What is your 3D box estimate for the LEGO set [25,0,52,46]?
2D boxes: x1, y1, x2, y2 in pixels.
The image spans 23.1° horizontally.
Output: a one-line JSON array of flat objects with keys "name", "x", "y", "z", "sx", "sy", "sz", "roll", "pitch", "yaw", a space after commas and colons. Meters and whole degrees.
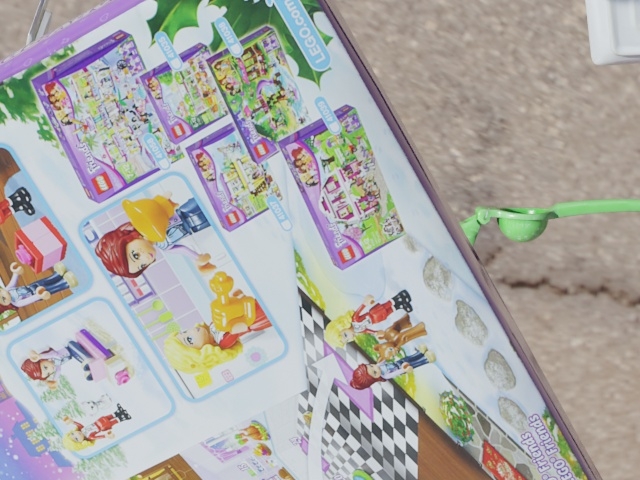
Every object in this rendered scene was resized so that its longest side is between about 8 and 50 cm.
[{"name": "LEGO set", "x": -0.279, "y": -0.105, "z": 1.483, "sx": 0.060, "sy": 0.182, "sz": 0.244, "roll": 18, "pitch": 62, "yaw": -8}]

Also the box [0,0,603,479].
[{"name": "box", "x": -0.029, "y": 0.065, "z": 0.532, "sx": 0.201, "sy": 0.057, "sz": 0.293, "roll": -28, "pitch": 106, "yaw": 8}]

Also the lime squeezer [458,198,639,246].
[{"name": "lime squeezer", "x": 0.178, "y": 0.012, "z": 1.467, "sx": 0.310, "sy": 0.059, "sz": 0.110, "roll": -34, "pitch": 79, "yaw": 2}]

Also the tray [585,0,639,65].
[{"name": "tray", "x": 0.319, "y": -0.278, "z": 1.500, "sx": 0.145, "sy": 0.030, "sz": 0.270, "roll": 0, "pitch": 129, "yaw": 18}]
